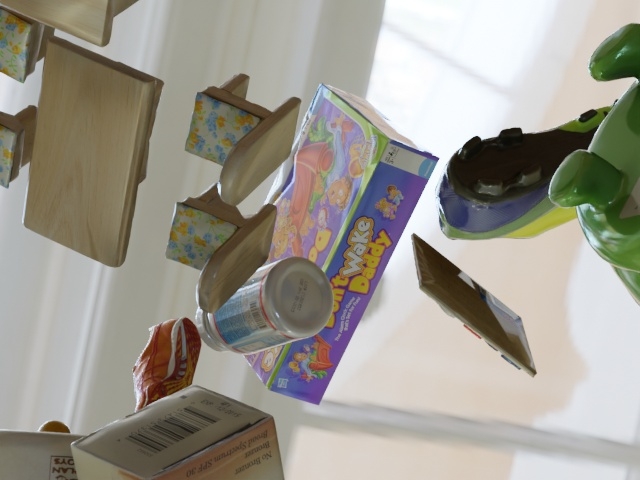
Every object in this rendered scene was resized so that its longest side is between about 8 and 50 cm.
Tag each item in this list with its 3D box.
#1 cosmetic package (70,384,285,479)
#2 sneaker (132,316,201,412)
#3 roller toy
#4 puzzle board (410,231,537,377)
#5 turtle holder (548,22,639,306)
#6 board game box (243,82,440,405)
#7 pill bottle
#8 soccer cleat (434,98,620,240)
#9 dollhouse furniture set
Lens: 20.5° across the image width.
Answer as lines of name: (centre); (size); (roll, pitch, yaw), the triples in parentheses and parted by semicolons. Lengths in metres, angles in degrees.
cosmetic package: (-0.112, 0.305, 1.640); (0.153, 0.296, 0.129); (-26, -153, -35)
sneaker: (-0.179, 0.160, 1.964); (0.067, 0.175, 0.064); (-20, 122, 27)
roller toy: (-0.270, 0.254, 1.779); (0.209, 0.146, 0.191); (-1, 171, 28)
puzzle board: (0.124, 0.054, 1.458); (0.128, 0.011, 0.096); (38, -161, -18)
turtle holder: (0.302, -0.048, 1.150); (0.227, 0.243, 0.320); (50, -157, -23)
board game box: (0.000, 0.000, 2.241); (0.078, 0.347, 0.233); (19, -167, -28)
pill bottle: (-0.064, 0.074, 1.885); (0.087, 0.087, 0.160); (10, 162, -34)
soccer cleat: (0.241, -0.059, 1.656); (0.289, 0.093, 0.121); (-9, 148, -17)
dollhouse furniture set: (-0.230, -0.142, 1.676); (0.362, 0.394, 0.256); (24, -146, 15)
